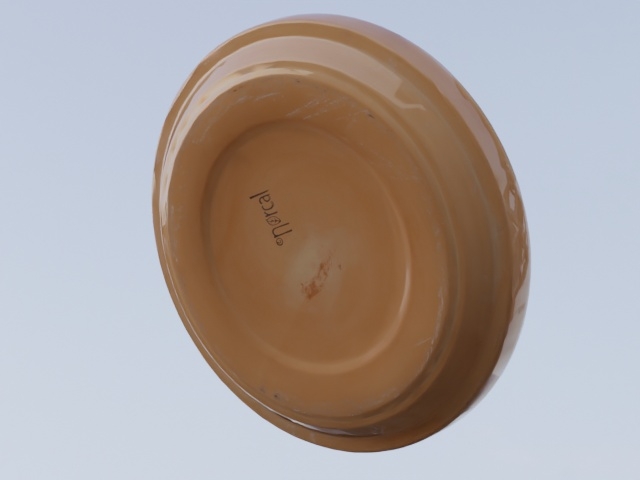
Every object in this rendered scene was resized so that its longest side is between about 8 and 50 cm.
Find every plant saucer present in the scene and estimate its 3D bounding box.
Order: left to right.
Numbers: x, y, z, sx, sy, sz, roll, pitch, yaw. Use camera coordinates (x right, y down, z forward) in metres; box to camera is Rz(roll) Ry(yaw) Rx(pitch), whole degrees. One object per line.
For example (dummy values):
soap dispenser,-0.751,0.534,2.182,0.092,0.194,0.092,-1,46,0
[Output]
plant saucer,0.000,0.000,0.349,0.083,0.083,0.013,-32,-7,39
